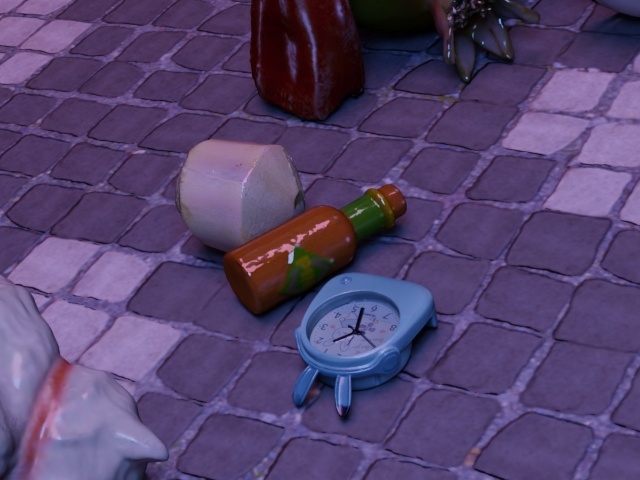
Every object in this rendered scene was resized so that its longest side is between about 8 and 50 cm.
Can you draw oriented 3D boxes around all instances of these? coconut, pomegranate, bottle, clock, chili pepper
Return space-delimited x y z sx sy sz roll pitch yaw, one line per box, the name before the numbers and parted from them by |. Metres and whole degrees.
coconut | -0.071 -0.042 1.354 0.122 0.116 0.116 12 44 29
pomegranate | 0.108 -0.356 1.566 0.291 0.291 0.323 -17 42 -3
bottle | 0.000 0.000 1.306 0.187 0.069 0.069 -30 39 -19
clock | 0.029 0.091 1.197 0.108 0.045 0.147 10 44 31
chili pepper | -0.021 -0.261 1.509 0.136 0.252 0.144 0 46 4

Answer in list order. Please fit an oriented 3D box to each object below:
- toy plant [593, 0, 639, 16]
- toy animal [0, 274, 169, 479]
toy plant | 0.440 -0.296 1.423 0.247 0.247 0.332 -28 40 -17
toy animal | -0.259 0.137 1.160 0.188 0.266 0.308 -12 -9 -19
